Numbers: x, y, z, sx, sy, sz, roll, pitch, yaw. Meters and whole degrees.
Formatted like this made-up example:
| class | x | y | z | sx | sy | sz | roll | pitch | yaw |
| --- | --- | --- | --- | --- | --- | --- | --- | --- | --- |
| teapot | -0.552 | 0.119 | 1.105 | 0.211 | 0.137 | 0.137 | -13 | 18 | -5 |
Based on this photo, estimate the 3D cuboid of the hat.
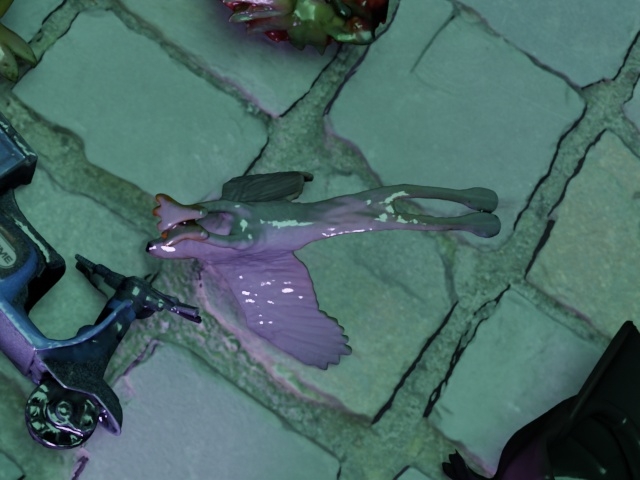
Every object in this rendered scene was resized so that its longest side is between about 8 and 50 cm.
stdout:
| class | x | y | z | sx | sy | sz | roll | pitch | yaw |
| --- | --- | --- | --- | --- | --- | --- | --- | --- | --- |
| hat | 0.277 | 0.258 | 1.882 | 0.238 | 0.209 | 0.336 | 44 | 49 | -20 |

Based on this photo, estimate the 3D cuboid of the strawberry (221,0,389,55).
| class | x | y | z | sx | sy | sz | roll | pitch | yaw |
| --- | --- | --- | --- | --- | --- | --- | --- | --- | --- |
| strawberry | -0.043 | -0.341 | 1.999 | 0.233 | 0.137 | 0.306 | 17 | 43 | -28 |

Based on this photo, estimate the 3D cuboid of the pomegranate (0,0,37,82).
| class | x | y | z | sx | sy | sz | roll | pitch | yaw |
| --- | --- | --- | --- | --- | --- | --- | --- | --- | --- |
| pomegranate | -0.395 | -0.262 | 1.858 | 0.187 | 0.187 | 0.225 | -42 | 114 | -21 |

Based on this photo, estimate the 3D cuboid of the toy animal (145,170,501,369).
| class | x | y | z | sx | sy | sz | roll | pitch | yaw |
| --- | --- | --- | --- | --- | --- | --- | --- | --- | --- |
| toy animal | -0.019 | -0.001 | 1.771 | 0.302 | 0.284 | 0.225 | 6 | 73 | -41 |

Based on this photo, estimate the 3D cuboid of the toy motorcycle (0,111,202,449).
| class | x | y | z | sx | sy | sz | roll | pitch | yaw |
| --- | --- | --- | --- | --- | --- | --- | --- | --- | --- |
| toy motorcycle | -0.298 | 0.045 | 1.804 | 0.213 | 0.125 | 0.358 | -39 | 85 | -23 |
